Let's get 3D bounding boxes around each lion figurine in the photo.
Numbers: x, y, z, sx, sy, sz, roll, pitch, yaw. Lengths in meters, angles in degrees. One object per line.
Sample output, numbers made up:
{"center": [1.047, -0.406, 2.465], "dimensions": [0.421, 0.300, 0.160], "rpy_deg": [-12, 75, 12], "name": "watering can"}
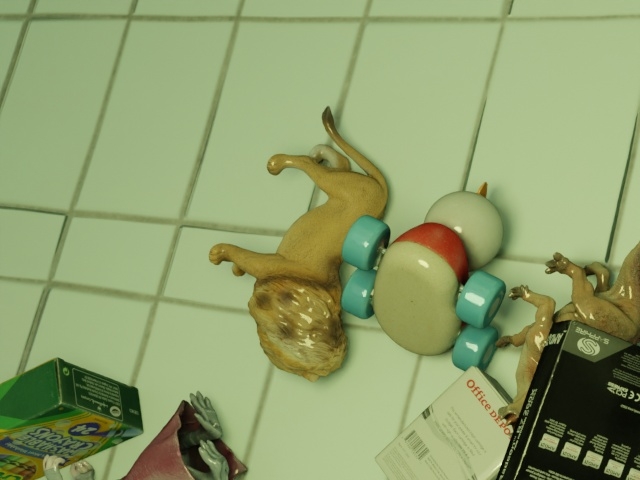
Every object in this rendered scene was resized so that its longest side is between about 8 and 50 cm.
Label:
{"center": [0.000, 0.000, 2.153], "dimensions": [0.240, 0.142, 0.392], "rpy_deg": [24, 81, 30], "name": "lion figurine"}

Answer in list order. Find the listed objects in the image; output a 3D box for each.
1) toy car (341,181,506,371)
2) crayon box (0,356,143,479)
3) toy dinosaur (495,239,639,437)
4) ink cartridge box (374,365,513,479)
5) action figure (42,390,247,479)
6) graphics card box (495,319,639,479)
{"center": [0.182, 0.022, 2.029], "dimensions": [0.219, 0.210, 0.238], "rpy_deg": [26, 55, 21], "name": "toy car"}
{"center": [-0.466, 0.299, 2.285], "dimensions": [0.323, 0.203, 0.083], "rpy_deg": [-25, 60, 23], "name": "crayon box"}
{"center": [0.343, 0.134, 1.892], "dimensions": [0.296, 0.127, 0.200], "rpy_deg": [-39, 58, 4], "name": "toy dinosaur"}
{"center": [0.189, 0.284, 1.948], "dimensions": [0.191, 0.082, 0.139], "rpy_deg": [-44, 55, 9], "name": "ink cartridge box"}
{"center": [-0.275, 0.403, 2.165], "dimensions": [0.370, 0.248, 0.276], "rpy_deg": [-42, 82, 11], "name": "action figure"}
{"center": [0.333, 0.306, 1.769], "dimensions": [0.233, 0.094, 0.371], "rpy_deg": [21, 83, -3], "name": "graphics card box"}
